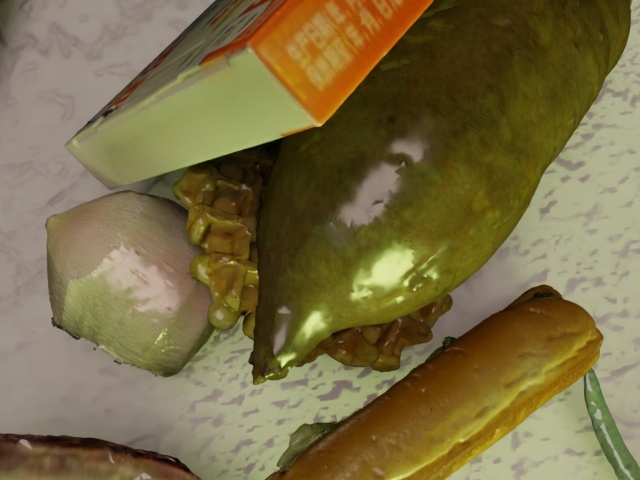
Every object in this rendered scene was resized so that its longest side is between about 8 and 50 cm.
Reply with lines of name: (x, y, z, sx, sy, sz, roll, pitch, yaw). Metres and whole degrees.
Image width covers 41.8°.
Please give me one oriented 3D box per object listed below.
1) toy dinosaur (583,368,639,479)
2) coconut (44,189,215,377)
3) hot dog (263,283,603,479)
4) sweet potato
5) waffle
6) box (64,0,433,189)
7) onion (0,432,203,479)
toy dinosaur: (0.279, 0.238, 0.475, 0.206, 0.092, 0.393, -33, 66, -9)
coconut: (-0.119, 0.024, 0.524, 0.124, 0.110, 0.110, 33, 81, 1)
hot dog: (0.062, 0.100, 0.479, 0.250, 0.100, 0.068, -28, 73, -29)
sweet potato: (0.069, -0.073, 0.478, 0.158, 0.157, 0.369, 30, 51, 7)
waffle: (0.001, -0.004, 0.518, 0.191, 0.038, 0.191, 15, 56, -24)
box: (0.000, -0.144, 0.456, 0.048, 0.265, 0.273, 47, 66, -20)
onion: (-0.141, 0.269, 0.463, 0.280, 0.146, 0.314, 14, 75, -22)
